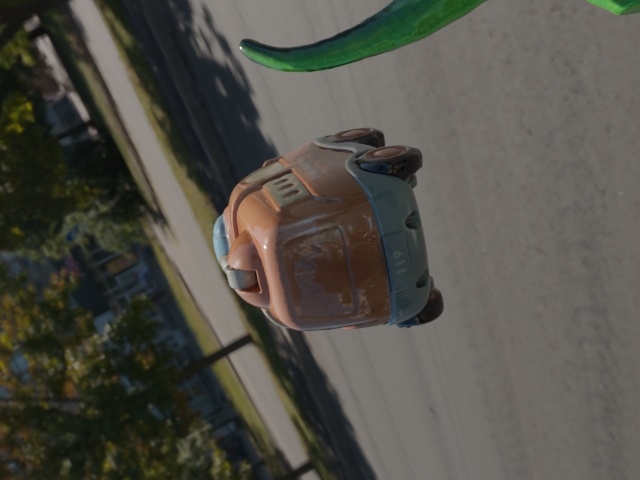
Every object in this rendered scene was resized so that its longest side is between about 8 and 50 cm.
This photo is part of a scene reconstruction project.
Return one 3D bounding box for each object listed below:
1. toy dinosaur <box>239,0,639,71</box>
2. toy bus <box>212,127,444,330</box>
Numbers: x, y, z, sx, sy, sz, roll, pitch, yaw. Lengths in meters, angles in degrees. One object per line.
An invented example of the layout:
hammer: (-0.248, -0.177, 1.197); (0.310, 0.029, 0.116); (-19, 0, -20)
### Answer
toy dinosaur: (0.150, -0.346, 0.715); (0.144, 0.499, 0.375); (-33, -65, -80)
toy bus: (0.000, 0.000, 1.075); (0.288, 0.232, 0.194); (-135, 29, -68)
